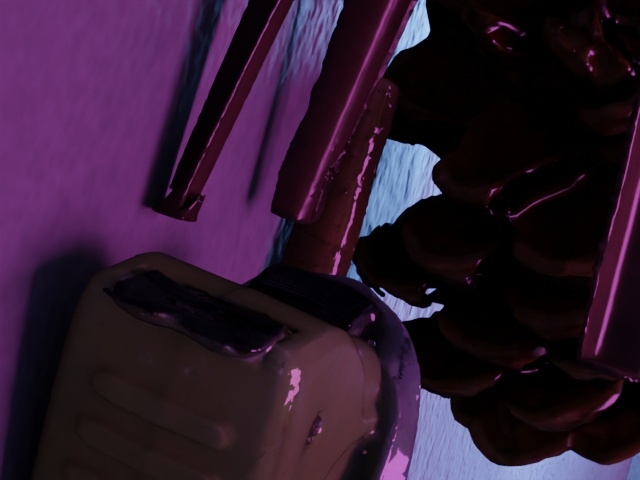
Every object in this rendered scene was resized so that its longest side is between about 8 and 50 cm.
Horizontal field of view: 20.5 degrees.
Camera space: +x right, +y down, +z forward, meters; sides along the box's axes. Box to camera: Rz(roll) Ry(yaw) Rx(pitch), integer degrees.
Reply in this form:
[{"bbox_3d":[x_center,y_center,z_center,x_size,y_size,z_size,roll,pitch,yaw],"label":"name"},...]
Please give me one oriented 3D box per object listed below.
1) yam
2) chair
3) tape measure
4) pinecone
[{"bbox_3d":[0.000,0.000,0.742,0.032,0.032,0.145,40,68,-73],"label":"yam"},{"bbox_3d":[0.084,-0.136,0.599,0.175,0.183,0.326,2,105,-68],"label":"chair"},{"bbox_3d":[-0.033,0.097,0.595,0.175,0.106,0.200,-24,132,-65],"label":"tape measure"},{"bbox_3d":[0.138,-0.025,0.806,0.243,0.243,0.257,-53,166,-49],"label":"pinecone"}]
